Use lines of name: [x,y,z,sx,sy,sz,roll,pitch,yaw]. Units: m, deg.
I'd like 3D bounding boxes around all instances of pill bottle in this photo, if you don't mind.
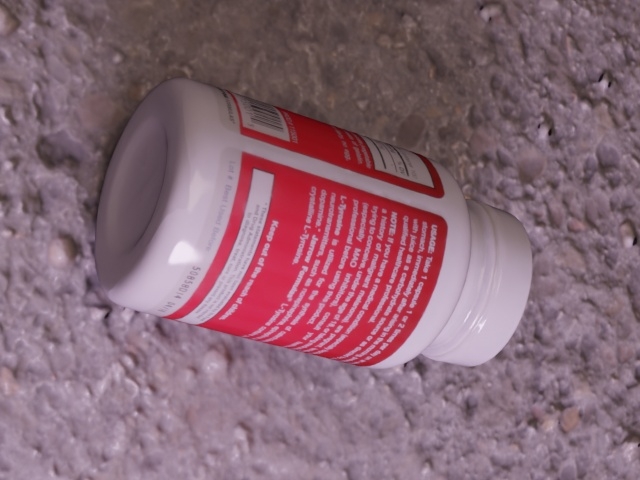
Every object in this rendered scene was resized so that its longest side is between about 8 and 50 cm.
pill bottle: [0.000,0.000,1.430,0.408,0.229,0.229,17,78,-26]
